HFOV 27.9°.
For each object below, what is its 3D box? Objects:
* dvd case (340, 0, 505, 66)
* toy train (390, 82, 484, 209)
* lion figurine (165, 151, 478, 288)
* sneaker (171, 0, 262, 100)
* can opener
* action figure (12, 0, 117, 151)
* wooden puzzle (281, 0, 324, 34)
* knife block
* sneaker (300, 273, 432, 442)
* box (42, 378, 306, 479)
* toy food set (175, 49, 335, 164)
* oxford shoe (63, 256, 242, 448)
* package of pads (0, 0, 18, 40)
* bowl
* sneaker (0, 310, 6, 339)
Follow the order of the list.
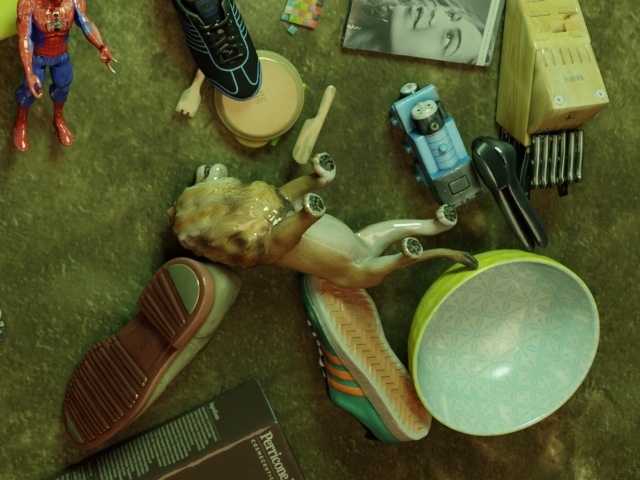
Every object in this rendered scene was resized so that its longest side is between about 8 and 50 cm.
[{"bbox_3d":[0.148,-0.330,1.755,0.221,0.018,0.164,4,111,-19],"label":"dvd case"},{"bbox_3d":[0.162,-0.132,1.797,0.080,0.105,0.184,-28,119,-4],"label":"toy train"},{"bbox_3d":[0.000,0.000,1.764,0.392,0.142,0.240,27,141,-26],"label":"lion figurine"},{"bbox_3d":[-0.139,-0.275,1.638,0.081,0.090,0.232,-30,111,-2],"label":"sneaker"},{"bbox_3d":[0.260,-0.064,1.796,0.073,0.059,0.186,-42,112,-29],"label":"can opener"},{"bbox_3d":[-0.314,-0.190,1.540,0.091,0.139,0.280,-12,145,-23],"label":"action figure"},{"bbox_3d":[-0.022,-0.313,1.717,0.049,0.006,0.083,12,109,-21],"label":"wooden puzzle"},{"bbox_3d":[0.302,-0.201,1.830,0.088,0.242,0.276,-8,74,-19],"label":"knife block"},{"bbox_3d":[0.039,0.175,1.895,0.108,0.121,0.302,-39,103,-45],"label":"sneaker"},{"bbox_3d":[-0.216,0.384,1.895,0.381,0.143,0.191,-26,118,-6],"label":"box"},{"bbox_3d":[-0.086,-0.192,1.739,0.192,0.038,0.132,23,100,-13],"label":"toy food set"},{"bbox_3d":[-0.230,0.167,1.805,0.348,0.123,0.130,-47,155,23],"label":"oxford shoe"},{"bbox_3d":[-0.431,-0.374,1.511,0.229,0.101,0.296,-22,118,-6],"label":"package of pads"},{"bbox_3d":[0.248,0.127,1.910,0.289,0.156,0.289,-7,115,-15],"label":"bowl"},{"bbox_3d":[-0.483,0.136,1.758,0.119,0.047,0.057,-23,129,-5],"label":"sneaker"}]
